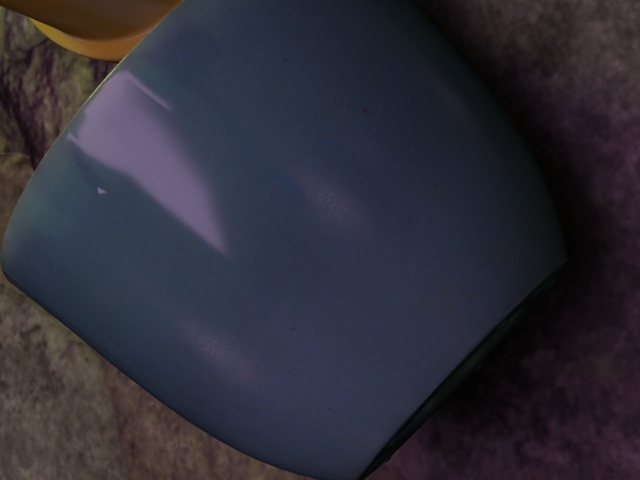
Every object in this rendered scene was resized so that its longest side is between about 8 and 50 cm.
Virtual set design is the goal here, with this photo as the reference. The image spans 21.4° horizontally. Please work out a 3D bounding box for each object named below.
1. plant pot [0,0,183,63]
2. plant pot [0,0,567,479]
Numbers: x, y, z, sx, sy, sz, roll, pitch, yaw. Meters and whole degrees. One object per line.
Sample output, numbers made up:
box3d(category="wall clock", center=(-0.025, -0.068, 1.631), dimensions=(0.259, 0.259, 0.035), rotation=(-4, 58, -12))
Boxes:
box3d(category="plant pot", center=(-0.165, -0.247, 1.123), dimensions=(0.254, 0.239, 0.254), rotation=(2, 93, 36))
box3d(category="plant pot", center=(0.000, 0.000, 0.999), dimensions=(0.235, 0.293, 0.293), rotation=(44, 116, 9))
